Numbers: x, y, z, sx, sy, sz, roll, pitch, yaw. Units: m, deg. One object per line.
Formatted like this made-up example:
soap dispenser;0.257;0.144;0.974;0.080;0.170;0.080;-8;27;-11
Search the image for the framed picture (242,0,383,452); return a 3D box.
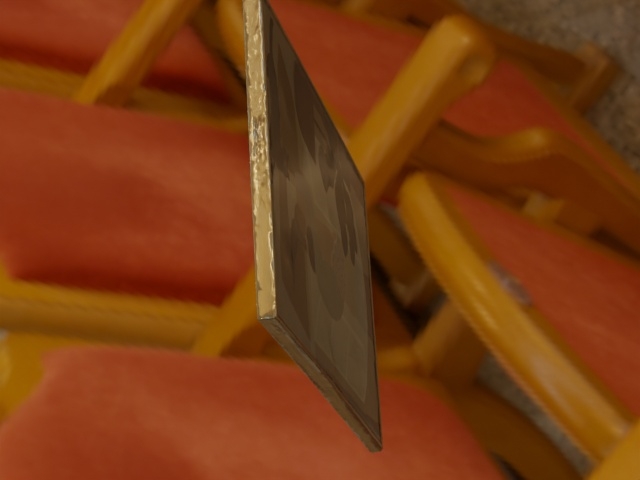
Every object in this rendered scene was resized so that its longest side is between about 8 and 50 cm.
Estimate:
framed picture;0.000;0.000;0.726;0.010;0.201;0.136;-9;68;11
